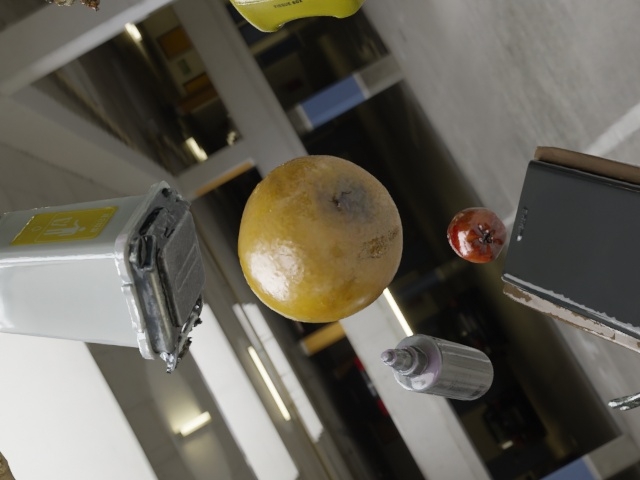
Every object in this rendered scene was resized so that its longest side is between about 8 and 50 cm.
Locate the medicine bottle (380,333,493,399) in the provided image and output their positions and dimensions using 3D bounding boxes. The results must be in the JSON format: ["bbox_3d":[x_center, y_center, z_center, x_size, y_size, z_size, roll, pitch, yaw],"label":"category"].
[{"bbox_3d":[0.110,0.124,0.958,0.199,0.058,0.057,20,-144,-55],"label":"medicine bottle"}]

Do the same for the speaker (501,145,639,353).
[{"bbox_3d":[0.308,0.013,0.879,0.231,0.193,0.153,27,107,61],"label":"speaker"}]

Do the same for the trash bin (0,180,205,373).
[{"bbox_3d":[-0.408,0.072,1.740,0.256,0.368,0.296,-73,-22,-56],"label":"trash bin"}]

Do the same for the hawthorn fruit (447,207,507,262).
[{"bbox_3d":[0.221,-0.011,1.396,0.081,0.081,0.093,60,172,-17],"label":"hawthorn fruit"}]

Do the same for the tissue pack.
[{"bbox_3d":[-0.029,-0.338,1.175,0.127,0.178,0.123,55,-138,-43],"label":"tissue pack"}]

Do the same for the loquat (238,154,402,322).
[{"bbox_3d":[0.000,0.000,1.501,0.263,0.263,0.263,61,-179,-2],"label":"loquat"}]

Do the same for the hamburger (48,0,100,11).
[{"bbox_3d":[-0.259,-0.421,1.111,0.282,0.155,0.245,-13,99,57],"label":"hamburger"}]

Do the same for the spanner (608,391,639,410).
[{"bbox_3d":[0.482,0.190,1.315,0.254,0.054,0.015,132,134,-54],"label":"spanner"}]

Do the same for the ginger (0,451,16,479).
[{"bbox_3d":[-0.590,0.472,1.809,0.294,0.131,0.086,44,-140,9],"label":"ginger"}]
